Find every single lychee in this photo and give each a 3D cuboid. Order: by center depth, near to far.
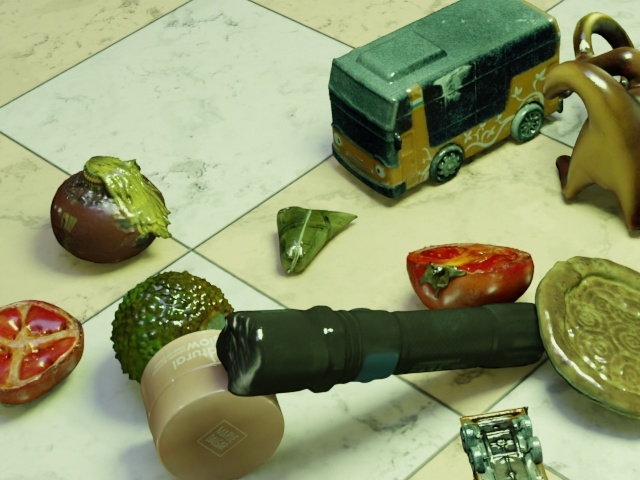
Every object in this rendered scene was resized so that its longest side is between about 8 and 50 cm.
[{"bbox_3d":[-0.182,0.113,1.861,0.171,0.171,0.171,-4,39,3],"label":"lychee"}]

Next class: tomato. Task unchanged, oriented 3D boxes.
[{"bbox_3d":[-0.369,0.146,1.901,0.156,0.069,0.155,-2,42,2],"label":"tomato"},{"bbox_3d":[0.187,0.057,1.905,0.159,0.091,0.139,4,14,38],"label":"tomato"}]

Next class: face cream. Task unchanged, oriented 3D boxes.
[{"bbox_3d":[-0.124,0.189,1.752,0.149,0.149,0.104,-14,41,-9],"label":"face cream"}]

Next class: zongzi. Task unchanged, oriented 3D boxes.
[{"bbox_3d":[0.000,0.000,2.053,0.113,0.052,0.104,3,46,-10],"label":"zongzi"}]

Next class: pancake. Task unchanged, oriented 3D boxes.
[{"bbox_3d":[0.367,0.116,1.825,0.250,0.031,0.250,12,43,-11],"label":"pancake"}]

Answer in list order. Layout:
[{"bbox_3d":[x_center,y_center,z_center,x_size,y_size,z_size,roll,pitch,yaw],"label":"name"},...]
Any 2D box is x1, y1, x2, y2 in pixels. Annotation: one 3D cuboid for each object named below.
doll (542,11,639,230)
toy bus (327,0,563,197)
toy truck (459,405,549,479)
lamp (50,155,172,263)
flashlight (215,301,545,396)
[{"bbox_3d":[0.446,-0.180,2.114,0.318,0.209,0.340,45,57,6],"label":"doll"},{"bbox_3d":[0.177,-0.213,2.166,0.323,0.194,0.162,-27,45,-24],"label":"toy bus"},{"bbox_3d":[0.202,0.274,1.631,0.080,0.115,0.177,-8,38,-3],"label":"toy truck"},{"bbox_3d":[-0.288,-0.048,2.074,0.157,0.135,0.156,-18,40,-11],"label":"lamp"},{"bbox_3d":[0.083,0.114,1.751,0.424,0.103,0.103,-3,34,-32],"label":"flashlight"}]
